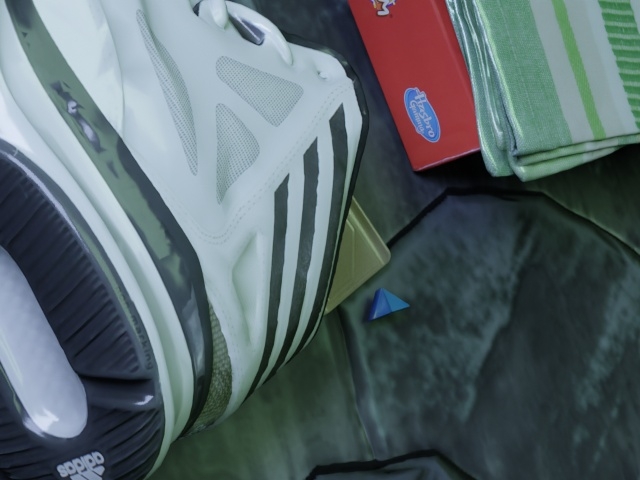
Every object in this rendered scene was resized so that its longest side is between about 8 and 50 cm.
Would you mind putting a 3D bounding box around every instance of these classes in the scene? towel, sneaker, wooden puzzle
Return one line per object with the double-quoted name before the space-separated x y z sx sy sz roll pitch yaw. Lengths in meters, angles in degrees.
"towel" 0.184 -0.175 1.193 0.325 0.038 0.248 -12 86 -46
"sneaker" -0.131 -0.117 0.920 0.257 0.169 0.447 -28 97 -55
"wooden puzzle" 0.000 0.000 1.058 0.078 0.014 0.116 -28 89 -42

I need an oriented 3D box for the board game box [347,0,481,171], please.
"board game box" 0.094 -0.229 1.191 0.242 0.064 0.316 -27 97 -47
